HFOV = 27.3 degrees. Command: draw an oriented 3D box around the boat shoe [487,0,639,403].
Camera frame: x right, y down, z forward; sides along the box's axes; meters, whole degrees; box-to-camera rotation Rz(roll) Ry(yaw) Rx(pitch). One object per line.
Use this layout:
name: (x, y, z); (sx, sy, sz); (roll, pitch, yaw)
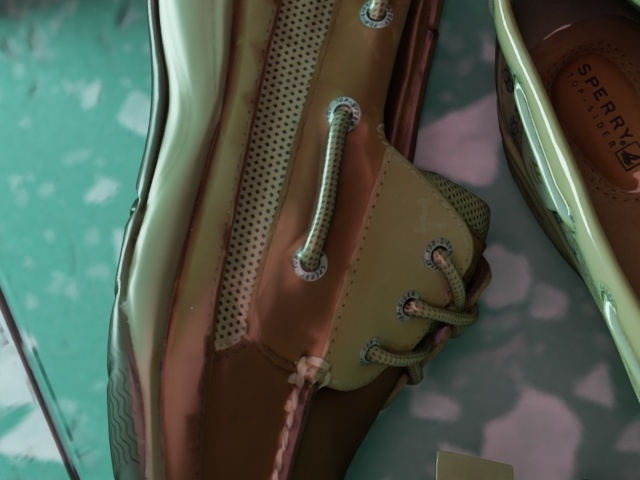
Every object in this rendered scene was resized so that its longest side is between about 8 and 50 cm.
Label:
boat shoe: (0.128, 0.012, 0.401); (0.105, 0.089, 0.285); (-35, 51, 1)

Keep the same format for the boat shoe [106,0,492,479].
boat shoe: (0.000, 0.000, 0.469); (0.120, 0.122, 0.323); (1, 83, 9)

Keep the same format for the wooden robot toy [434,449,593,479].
wooden robot toy: (0.087, 0.138, 0.465); (0.173, 0.079, 0.076); (38, 58, -9)
